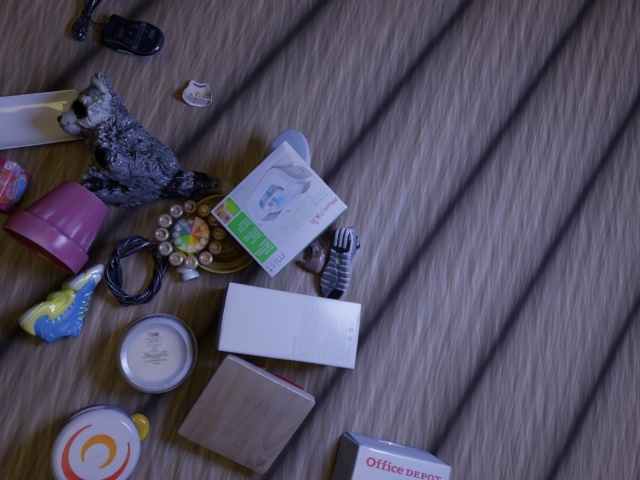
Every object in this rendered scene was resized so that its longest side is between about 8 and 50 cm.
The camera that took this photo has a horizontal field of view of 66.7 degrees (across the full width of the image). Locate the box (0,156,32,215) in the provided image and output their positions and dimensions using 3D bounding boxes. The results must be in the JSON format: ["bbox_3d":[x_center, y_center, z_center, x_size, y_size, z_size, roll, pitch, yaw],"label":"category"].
[{"bbox_3d":[-0.884,-0.167,1.203,0.256,0.128,0.123,20,76,-11],"label":"box"}]

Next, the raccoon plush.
[{"bbox_3d":[-0.473,-0.256,1.340,0.446,0.216,0.300,13,60,-41],"label":"raccoon plush"}]

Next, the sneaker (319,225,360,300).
[{"bbox_3d":[0.072,0.064,1.433,0.086,0.132,0.229,20,110,19],"label":"sneaker"}]

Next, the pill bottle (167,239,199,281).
[{"bbox_3d":[-0.371,0.051,1.330,0.065,0.065,0.117,-18,85,-17],"label":"pill bottle"}]

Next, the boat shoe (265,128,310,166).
[{"bbox_3d":[-0.076,-0.125,1.400,0.135,0.156,0.368,1,92,14],"label":"boat shoe"}]

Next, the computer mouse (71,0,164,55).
[{"bbox_3d":[-0.564,-0.628,1.406,0.261,0.060,0.184,12,82,0],"label":"computer mouse"}]

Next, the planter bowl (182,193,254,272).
[{"bbox_3d":[-0.270,-0.013,1.353,0.216,0.090,0.218,2,81,-11],"label":"planter bowl"}]

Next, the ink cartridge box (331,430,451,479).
[{"bbox_3d":[0.158,0.747,1.293,0.278,0.160,0.385,18,76,-11],"label":"ink cartridge box"}]

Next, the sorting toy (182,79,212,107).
[{"bbox_3d":[-0.359,-0.437,1.433,0.083,0.045,0.075,7,71,-13],"label":"sorting toy"}]

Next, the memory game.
[{"bbox_3d":[-0.342,-0.015,1.285,0.186,0.012,0.187,2,80,-11],"label":"memory game"}]

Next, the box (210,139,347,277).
[{"bbox_3d":[-0.102,-0.077,1.256,0.262,0.127,0.231,-42,90,2],"label":"box"}]

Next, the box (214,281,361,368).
[{"bbox_3d":[-0.094,0.228,1.292,0.344,0.215,0.169,11,77,-13],"label":"box"}]

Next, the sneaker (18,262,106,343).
[{"bbox_3d":[-0.628,0.167,1.245,0.240,0.091,0.126,-39,110,-18],"label":"sneaker"}]

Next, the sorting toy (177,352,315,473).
[{"bbox_3d":[-0.189,0.431,1.256,0.255,0.089,0.257,31,103,-12],"label":"sorting toy"}]

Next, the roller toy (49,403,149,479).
[{"bbox_3d":[-0.536,0.494,1.168,0.191,0.146,0.210,35,68,-16],"label":"roller toy"}]

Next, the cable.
[{"bbox_3d":[-0.486,0.082,1.279,0.150,0.047,0.185,30,74,-35],"label":"cable"}]

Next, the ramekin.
[{"bbox_3d":[-0.422,0.291,1.252,0.206,0.109,0.208,2,80,-13],"label":"ramekin"}]

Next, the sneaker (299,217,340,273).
[{"bbox_3d":[0.000,0.000,1.433,0.071,0.066,0.189,24,75,-8],"label":"sneaker"}]

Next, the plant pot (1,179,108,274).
[{"bbox_3d":[-0.640,-0.041,1.214,0.201,0.201,0.180,33,65,-7],"label":"plant pot"}]

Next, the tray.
[{"bbox_3d":[-0.784,-0.319,1.307,0.270,0.030,0.145,-12,84,-16],"label":"tray"}]
